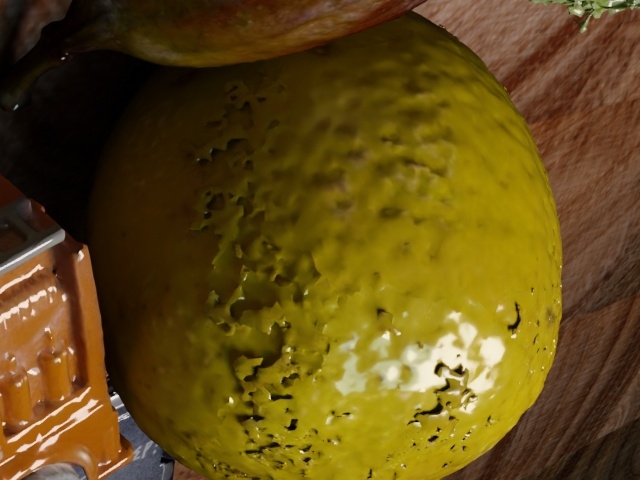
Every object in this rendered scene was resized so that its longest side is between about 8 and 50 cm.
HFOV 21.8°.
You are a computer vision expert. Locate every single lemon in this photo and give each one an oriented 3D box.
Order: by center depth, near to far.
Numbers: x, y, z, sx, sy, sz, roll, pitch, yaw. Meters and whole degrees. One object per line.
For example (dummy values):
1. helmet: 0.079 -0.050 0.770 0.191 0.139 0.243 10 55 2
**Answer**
1. lemon: 0.000 0.000 0.899 0.257 0.310 0.258 -3 143 -2

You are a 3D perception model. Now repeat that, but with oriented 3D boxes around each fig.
1. fig: -0.051 -0.138 0.779 0.274 0.146 0.170 -28 -174 18

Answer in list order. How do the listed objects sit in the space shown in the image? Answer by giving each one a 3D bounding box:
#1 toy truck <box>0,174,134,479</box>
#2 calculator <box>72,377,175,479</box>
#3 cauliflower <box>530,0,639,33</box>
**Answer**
1. toy truck: -0.282 0.107 0.745 0.387 0.173 0.207 -33 147 -31
2. calculator: -0.175 0.193 1.217 0.165 0.028 0.274 -25 147 -32
3. cauliflower: 0.226 -0.226 0.928 0.272 0.250 0.275 -51 151 8
